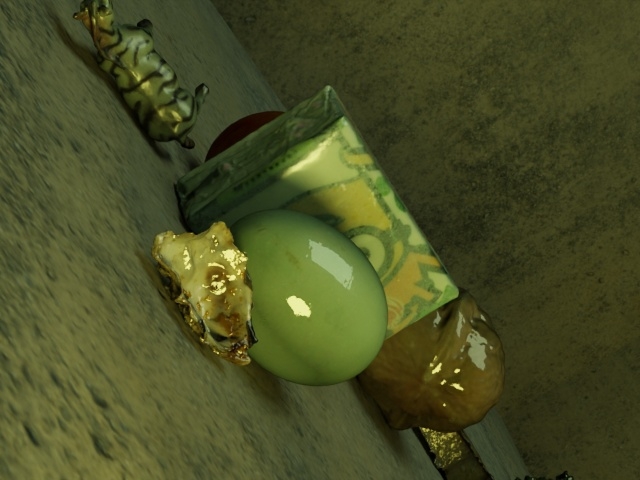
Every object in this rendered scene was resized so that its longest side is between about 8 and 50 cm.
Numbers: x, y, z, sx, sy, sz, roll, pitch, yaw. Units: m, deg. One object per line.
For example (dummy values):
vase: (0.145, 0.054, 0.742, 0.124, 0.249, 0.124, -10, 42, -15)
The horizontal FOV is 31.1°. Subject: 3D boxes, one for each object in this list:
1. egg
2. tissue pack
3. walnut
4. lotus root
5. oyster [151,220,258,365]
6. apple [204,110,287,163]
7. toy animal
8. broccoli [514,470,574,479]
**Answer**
egg: (-0.022, 0.062, 1.250, 0.231, 0.168, 0.168, 47, 12, -34)
tissue pack: (0.000, 0.000, 1.436, 0.311, 0.228, 0.128, 55, 7, -30)
walnut: (0.170, 0.186, 1.803, 0.248, 0.248, 0.248, 57, 7, -11)
lotus root: (0.217, 0.339, 2.094, 0.260, 0.074, 0.170, 57, 6, 5)
oyster: (-0.109, 0.057, 1.130, 0.103, 0.051, 0.148, -18, 86, -43)
apple: (-0.071, -0.084, 1.572, 0.195, 0.173, 0.160, 60, -17, 22)
toy animal: (-0.229, -0.225, 1.431, 0.255, 0.090, 0.170, 50, 15, -36)
broccoli: (0.313, 0.473, 1.607, 0.288, 0.248, 0.245, -43, 113, -38)
